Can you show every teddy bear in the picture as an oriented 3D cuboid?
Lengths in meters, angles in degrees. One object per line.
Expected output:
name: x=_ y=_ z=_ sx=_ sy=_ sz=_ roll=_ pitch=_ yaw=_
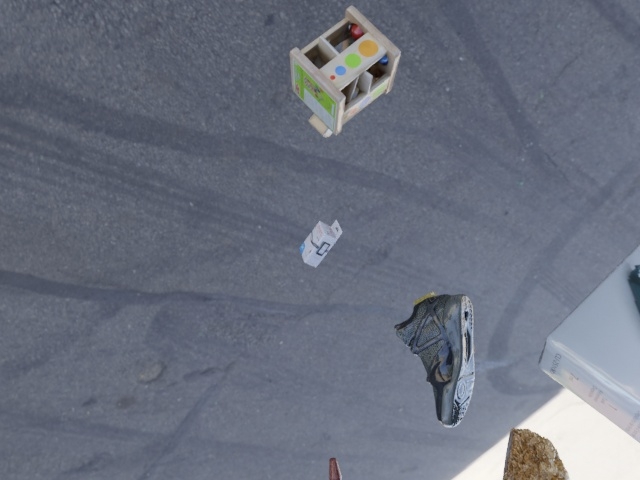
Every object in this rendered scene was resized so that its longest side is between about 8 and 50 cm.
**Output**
teddy bear: x=0.358 y=0.508 z=0.965 sx=0.245 sy=0.113 sz=0.338 roll=77 pitch=30 yaw=-57

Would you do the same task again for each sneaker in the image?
sneaker: x=0.203 y=0.210 z=0.996 sx=0.087 sy=0.130 sz=0.228 roll=7 pitch=81 yaw=-51

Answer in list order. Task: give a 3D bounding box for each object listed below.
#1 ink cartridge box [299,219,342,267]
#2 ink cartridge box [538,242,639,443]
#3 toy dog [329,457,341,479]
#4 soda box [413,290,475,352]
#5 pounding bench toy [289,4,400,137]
ink cartridge box: x=0.000 y=0.000 z=0.990 sx=0.028 sy=0.048 sz=0.083 roll=27 pitch=111 yaw=-28
ink cartridge box: x=0.390 y=0.097 z=0.522 sx=0.275 sy=0.239 sz=0.060 roll=-35 pitch=142 yaw=-22
toy dog: x=0.088 y=0.577 z=1.218 sx=0.220 sy=0.161 sz=0.334 roll=-6 pitch=149 yaw=21
soda box: x=0.294 y=0.206 z=1.337 sx=0.061 sy=0.181 sz=0.058 roll=-27 pitch=126 yaw=-4
pounding bench toy: x=0.019 y=-0.121 z=0.421 sx=0.065 sy=0.052 sz=0.083 roll=-40 pitch=169 yaw=-11
